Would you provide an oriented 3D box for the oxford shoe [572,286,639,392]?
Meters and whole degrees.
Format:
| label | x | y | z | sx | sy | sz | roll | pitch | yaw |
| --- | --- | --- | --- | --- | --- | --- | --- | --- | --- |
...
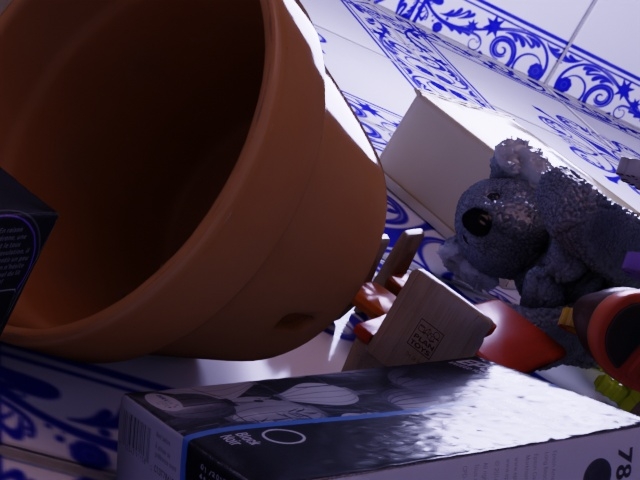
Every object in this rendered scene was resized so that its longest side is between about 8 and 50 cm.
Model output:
| label | x | y | z | sx | sy | sz | roll | pitch | yaw |
| --- | --- | --- | --- | --- | --- | --- | --- | --- | --- |
| oxford shoe | 0.321 | 0.108 | 0.965 | 0.271 | 0.097 | 0.098 | 31 | 3 | -11 |

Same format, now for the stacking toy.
| label | x | y | z | sx | sy | sz | roll | pitch | yaw |
| --- | --- | --- | --- | --- | --- | --- | --- | --- | --- |
| stacking toy | 0.318 | 0.042 | 1.117 | 0.221 | 0.167 | 0.052 | 29 | -12 | -36 |

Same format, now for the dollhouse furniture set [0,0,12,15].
| label | x | y | z | sx | sy | sz | roll | pitch | yaw |
| --- | --- | --- | --- | --- | --- | --- | --- | --- | --- |
| dollhouse furniture set | -0.307 | -0.189 | 1.131 | 0.212 | 0.161 | 0.242 | 19 | -1 | -28 |

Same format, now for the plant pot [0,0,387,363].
| label | x | y | z | sx | sy | sz | roll | pitch | yaw |
| --- | --- | --- | --- | --- | --- | --- | --- | --- | --- |
| plant pot | -0.091 | -0.042 | 0.823 | 0.203 | 0.291 | 0.291 | 32 | 10 | -50 |

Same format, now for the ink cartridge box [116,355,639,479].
| label | x | y | z | sx | sy | sz | roll | pitch | yaw |
| --- | --- | --- | --- | --- | --- | --- | --- | --- | --- |
| ink cartridge box | 0.065 | 0.123 | 0.717 | 0.332 | 0.065 | 0.165 | -1 | 10 | -34 |

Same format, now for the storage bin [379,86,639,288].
| label | x | y | z | sx | sy | sz | roll | pitch | yaw |
| --- | --- | --- | --- | --- | --- | --- | --- | --- | --- |
| storage bin | 0.242 | -0.058 | 1.531 | 0.260 | 0.123 | 0.262 | 8 | 28 | -48 |

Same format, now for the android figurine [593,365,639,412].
| label | x | y | z | sx | sy | sz | roll | pitch | yaw |
| --- | --- | --- | --- | --- | --- | --- | --- | --- | --- |
| android figurine | 0.389 | 0.197 | 1.190 | 0.273 | 0.056 | 0.248 | 32 | 19 | 5 |

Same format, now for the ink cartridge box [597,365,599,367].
| label | x | y | z | sx | sy | sz | roll | pitch | yaw |
| --- | --- | --- | --- | --- | --- | --- | --- | --- | --- |
| ink cartridge box | 0.325 | 0.107 | 1.334 | 0.122 | 0.052 | 0.088 | 23 | 19 | -23 |

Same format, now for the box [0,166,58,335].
| label | x | y | z | sx | sy | sz | roll | pitch | yaw |
| --- | --- | --- | --- | --- | --- | --- | --- | --- | --- |
| box | -0.302 | -0.025 | 0.635 | 0.270 | 0.143 | 0.165 | 37 | 18 | 22 |

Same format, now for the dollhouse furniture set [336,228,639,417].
| label | x | y | z | sx | sy | sz | roll | pitch | yaw |
| --- | --- | --- | --- | --- | --- | --- | --- | --- | --- |
| dollhouse furniture set | 0.124 | 0.086 | 0.972 | 0.262 | 0.135 | 0.259 | 37 | 20 | 21 |

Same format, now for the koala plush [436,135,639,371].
| label | x | y | z | sx | sy | sz | roll | pitch | yaw |
| --- | --- | --- | --- | --- | --- | --- | --- | --- | --- |
| koala plush | 0.216 | 0.009 | 1.236 | 0.203 | 0.196 | 0.221 | 11 | 18 | -40 |
